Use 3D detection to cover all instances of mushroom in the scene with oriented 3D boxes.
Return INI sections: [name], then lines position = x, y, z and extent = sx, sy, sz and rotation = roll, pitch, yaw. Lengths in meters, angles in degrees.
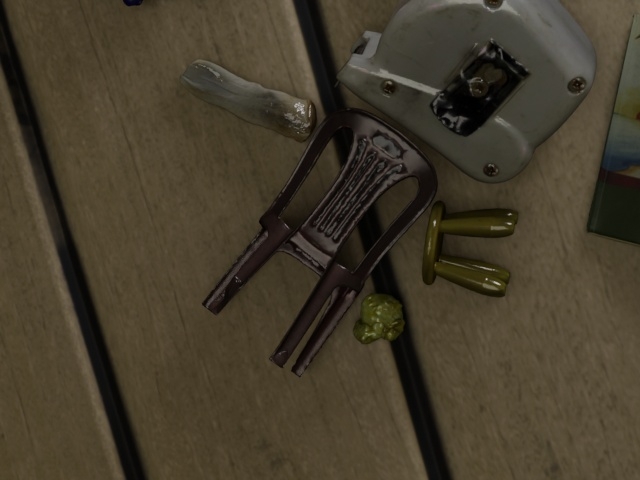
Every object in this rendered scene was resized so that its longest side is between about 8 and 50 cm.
[mushroom]
position = -0.096, -0.189, 1.937
extent = 0.202, 0.054, 0.059
rotation = 22, 97, 15

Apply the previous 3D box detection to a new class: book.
[book]
position = 0.454, -0.123, 1.800
extent = 0.201, 0.026, 0.290
rotation = 15, 103, 28

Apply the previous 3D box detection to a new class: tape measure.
[tape measure]
position = 0.184, -0.211, 1.780
extent = 0.258, 0.130, 0.265
rotation = 36, 125, -6

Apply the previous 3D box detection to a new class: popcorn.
[popcorn]
position = 0.075, 0.106, 1.927
extent = 0.083, 0.059, 0.068
rotation = -44, 95, -18

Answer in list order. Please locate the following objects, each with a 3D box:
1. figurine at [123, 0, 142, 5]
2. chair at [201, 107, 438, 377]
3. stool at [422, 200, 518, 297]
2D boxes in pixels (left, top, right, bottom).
[figurine]
position = -0.234, -0.499, 1.854
extent = 0.261, 0.186, 0.382
rotation = -1, 93, 3
[chair]
position = 0.000, 0.000, 1.878
extent = 0.175, 0.183, 0.326
rotation = 38, 87, 3
[stool]
position = 0.193, 0.010, 1.863
extent = 0.110, 0.134, 0.135
rotation = 7, 55, 10
